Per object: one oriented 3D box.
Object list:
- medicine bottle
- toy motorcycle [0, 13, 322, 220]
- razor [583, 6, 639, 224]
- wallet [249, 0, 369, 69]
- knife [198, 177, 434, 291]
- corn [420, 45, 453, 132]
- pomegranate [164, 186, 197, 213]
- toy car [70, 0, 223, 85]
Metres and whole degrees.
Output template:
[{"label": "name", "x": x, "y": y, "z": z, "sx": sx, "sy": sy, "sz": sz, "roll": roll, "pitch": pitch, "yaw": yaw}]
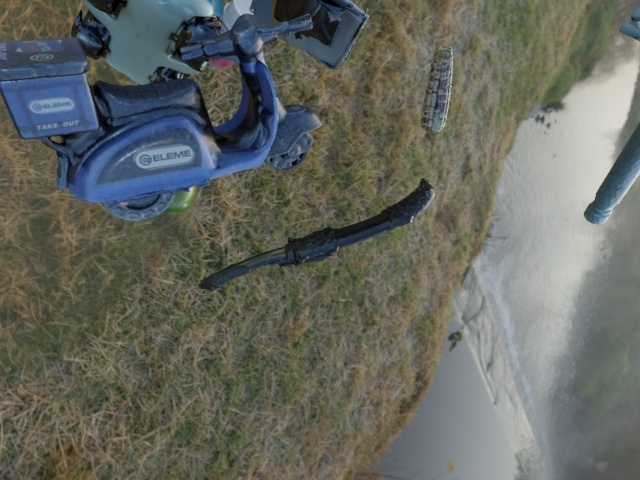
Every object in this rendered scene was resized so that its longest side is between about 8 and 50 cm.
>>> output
[{"label": "medicine bottle", "x": -0.299, "y": -0.689, "z": 1.366, "sx": 0.147, "sy": 0.247, "sz": 0.147, "roll": 13, "pitch": 69, "yaw": -36}, {"label": "toy motorcycle", "x": -0.152, "y": -0.153, "z": 0.497, "sx": 0.358, "sy": 0.125, "sz": 0.213, "roll": -18, "pitch": 137, "yaw": -25}, {"label": "razor", "x": 0.309, "y": -0.097, "z": 0.395, "sx": 0.068, "sy": 0.106, "sz": 0.232, "roll": -26, "pitch": 146, "yaw": -9}, {"label": "wallet", "x": -0.027, "y": -0.466, "z": 0.859, "sx": 0.230, "sy": 0.170, "sz": 0.069, "roll": 32, "pitch": 59, "yaw": -8}, {"label": "knife", "x": 0.002, "y": 0.003, "z": 0.350, "sx": 0.222, "sy": 0.046, "sz": 0.021, "roll": -24, "pitch": 130, "yaw": -4}, {"label": "corn", "x": 0.341, "y": -0.437, "z": 1.204, "sx": 0.079, "sy": 0.079, "sz": 0.237, "roll": -27, "pitch": 128, "yaw": -38}, {"label": "pomegranate", "x": -0.444, "y": -0.139, "z": 1.153, "sx": 0.156, "sy": 0.220, "sz": 0.156, "roll": 50, "pitch": 30, "yaw": -44}, {"label": "toy car", "x": -0.250, "y": -0.353, "z": 0.633, "sx": 0.188, "sy": 0.255, "sz": 0.190, "roll": 26, "pitch": 66, "yaw": -27}]
